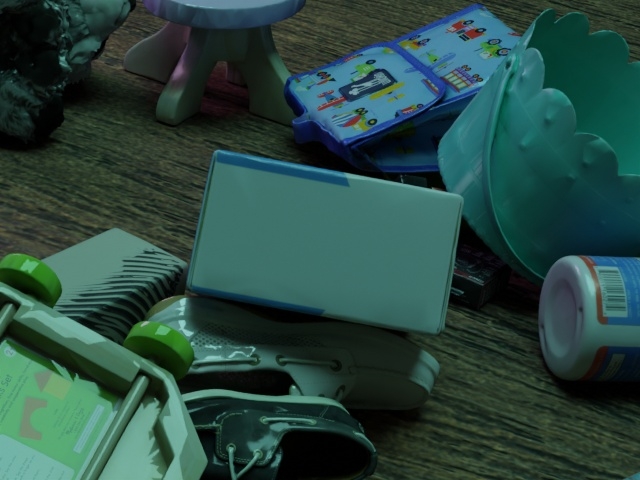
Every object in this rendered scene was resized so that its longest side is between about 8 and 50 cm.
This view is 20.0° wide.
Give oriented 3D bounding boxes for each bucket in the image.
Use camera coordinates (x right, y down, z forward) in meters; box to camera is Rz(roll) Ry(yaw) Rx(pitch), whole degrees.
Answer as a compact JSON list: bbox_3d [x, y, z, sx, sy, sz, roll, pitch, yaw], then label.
[{"bbox_3d":[0.271,-0.085,1.922,0.281,0.183,0.281,29,34,-22],"label":"bucket"}]

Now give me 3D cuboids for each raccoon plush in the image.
[{"bbox_3d":[-0.445,-0.266,2.132,0.447,0.216,0.299,8,18,-4],"label":"raccoon plush"}]

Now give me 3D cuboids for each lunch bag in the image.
[{"bbox_3d":[0.105,-0.155,2.124,0.293,0.138,0.221,-14,29,-15],"label":"lunch bag"}]

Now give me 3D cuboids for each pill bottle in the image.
[{"bbox_3d":[0.337,0.079,1.786,0.222,0.124,0.124,3,27,-16],"label":"pill bottle"}]

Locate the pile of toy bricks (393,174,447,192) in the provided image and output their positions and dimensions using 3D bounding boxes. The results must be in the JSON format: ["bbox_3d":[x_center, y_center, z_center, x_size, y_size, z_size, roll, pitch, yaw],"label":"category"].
[{"bbox_3d":[0.051,0.002,1.883,0.212,0.118,0.105,8,57,-25],"label":"pile of toy bricks"}]

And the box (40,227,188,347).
[{"bbox_3d":[-0.238,0.087,1.574,0.094,0.113,0.275,25,31,25],"label":"box"}]

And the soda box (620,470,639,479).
[{"bbox_3d":[0.239,0.243,1.483,0.183,0.063,0.058,-14,35,-42],"label":"soda box"}]

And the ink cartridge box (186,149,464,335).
[{"bbox_3d":[0.000,0.000,1.682,0.223,0.129,0.307,10,0,-2],"label":"ink cartridge box"}]

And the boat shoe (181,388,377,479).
[{"bbox_3d":[-0.065,0.174,1.491,0.233,0.084,0.079,0,27,-27],"label":"boat shoe"}]

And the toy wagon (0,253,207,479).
[{"bbox_3d":[-0.260,0.132,1.364,0.344,0.068,0.267,27,52,0],"label":"toy wagon"}]

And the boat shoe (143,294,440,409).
[{"bbox_3d":[-0.024,0.127,1.609,0.277,0.098,0.096,10,51,-17],"label":"boat shoe"}]

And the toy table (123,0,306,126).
[{"bbox_3d":[-0.126,-0.251,2.245,0.252,0.160,0.274,25,29,29],"label":"toy table"}]

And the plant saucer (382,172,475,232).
[{"bbox_3d":[0.182,-0.063,2.116,0.241,0.037,0.241,8,26,-4],"label":"plant saucer"}]

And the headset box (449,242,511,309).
[{"bbox_3d":[0.155,0.039,1.905,0.062,0.032,0.083,21,29,23],"label":"headset box"}]
